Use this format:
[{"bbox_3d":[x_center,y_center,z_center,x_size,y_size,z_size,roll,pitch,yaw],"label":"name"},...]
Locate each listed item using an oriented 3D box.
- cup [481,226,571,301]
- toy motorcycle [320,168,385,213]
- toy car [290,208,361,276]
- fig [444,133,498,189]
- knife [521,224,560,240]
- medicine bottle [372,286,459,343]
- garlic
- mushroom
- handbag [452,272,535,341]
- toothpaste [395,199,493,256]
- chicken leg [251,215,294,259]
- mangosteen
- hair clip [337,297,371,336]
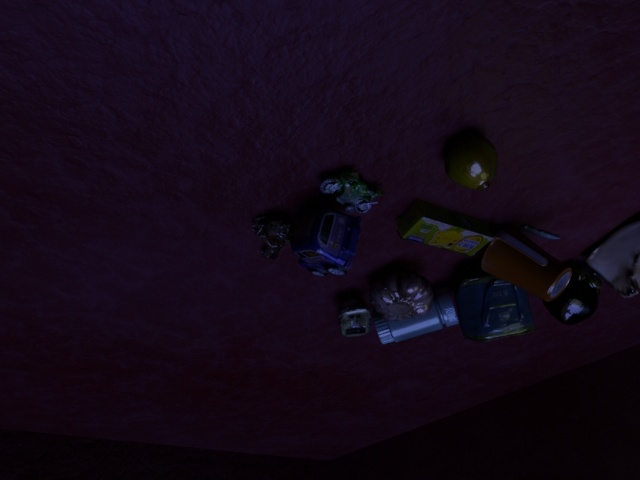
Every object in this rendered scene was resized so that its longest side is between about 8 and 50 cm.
[{"bbox_3d":[0.677,0.070,1.558,0.182,0.264,0.226,-47,140,-5],"label":"cup"},{"bbox_3d":[0.088,-0.141,1.299,0.190,0.074,0.106,25,121,-39],"label":"toy motorcycle"},{"bbox_3d":[0.000,0.000,1.346,0.158,0.172,0.235,25,158,-26],"label":"toy car"},{"bbox_3d":[0.404,-0.210,1.252,0.153,0.120,0.136,33,134,-15],"label":"fig"},{"bbox_3d":[0.789,-0.026,1.678,0.210,0.015,0.028,14,131,-31],"label":"knife"},{"bbox_3d":[0.376,0.304,1.879,0.318,0.158,0.158,-20,142,10],"label":"medicine bottle"},{"bbox_3d":[0.297,0.189,1.720,0.245,0.160,0.245,8,139,7],"label":"garlic"},{"bbox_3d":[1.268,0.061,1.794,0.397,0.224,0.313,5,126,-32],"label":"mushroom"},{"bbox_3d":[0.644,0.239,1.758,0.263,0.241,0.222,-12,174,-4],"label":"handbag"},{"bbox_3d":[0.401,-0.035,1.510,0.327,0.077,0.110,13,135,-29],"label":"toothpaste"},{"bbox_3d":[-0.134,-0.008,1.410,0.125,0.080,0.196,-2,151,4],"label":"chicken leg"},{"bbox_3d":[1.024,0.216,1.906,0.243,0.243,0.243,-7,143,-6],"label":"mangosteen"},{"bbox_3d":[0.134,0.301,1.871,0.138,0.091,0.321,-10,153,-1],"label":"hair clip"}]
